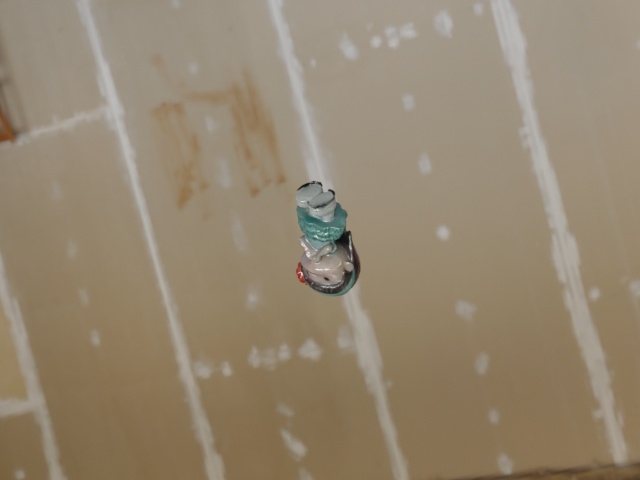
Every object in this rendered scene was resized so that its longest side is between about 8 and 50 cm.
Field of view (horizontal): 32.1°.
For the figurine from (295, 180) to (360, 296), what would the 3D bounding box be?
[{"bbox_3d":[0.000,0.000,0.907,0.060,0.106,0.047,16,-133,27],"label":"figurine"}]
